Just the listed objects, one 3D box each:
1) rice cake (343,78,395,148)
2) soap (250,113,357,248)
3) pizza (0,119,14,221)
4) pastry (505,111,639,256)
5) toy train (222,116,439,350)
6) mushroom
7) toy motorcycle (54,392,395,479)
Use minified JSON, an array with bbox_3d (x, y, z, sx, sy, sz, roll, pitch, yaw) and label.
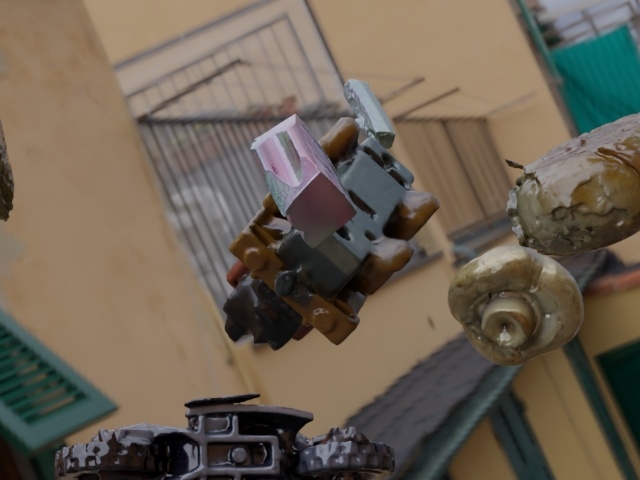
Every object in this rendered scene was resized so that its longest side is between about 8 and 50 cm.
[{"bbox_3d":[0.063,-0.175,1.727,0.042,0.030,0.180,4,29,-16],"label":"rice cake"},{"bbox_3d":[-0.016,-0.059,1.205,0.056,0.100,0.149,-36,37,8],"label":"soap"},{"bbox_3d":[-0.333,-0.157,1.147,0.058,0.292,0.197,-15,6,-9],"label":"pizza"},{"bbox_3d":[0.212,-0.042,0.935,0.153,0.081,0.153,-20,5,2],"label":"pastry"},{"bbox_3d":[0.000,0.000,1.460,0.231,0.163,0.369,-47,4,29],"label":"toy train"},{"bbox_3d":[0.211,0.070,1.377,0.148,0.148,0.112,-26,12,33],"label":"mushroom"},{"bbox_3d":[-0.064,0.144,0.815,0.215,0.080,0.122,3,-22,-17],"label":"toy motorcycle"}]
